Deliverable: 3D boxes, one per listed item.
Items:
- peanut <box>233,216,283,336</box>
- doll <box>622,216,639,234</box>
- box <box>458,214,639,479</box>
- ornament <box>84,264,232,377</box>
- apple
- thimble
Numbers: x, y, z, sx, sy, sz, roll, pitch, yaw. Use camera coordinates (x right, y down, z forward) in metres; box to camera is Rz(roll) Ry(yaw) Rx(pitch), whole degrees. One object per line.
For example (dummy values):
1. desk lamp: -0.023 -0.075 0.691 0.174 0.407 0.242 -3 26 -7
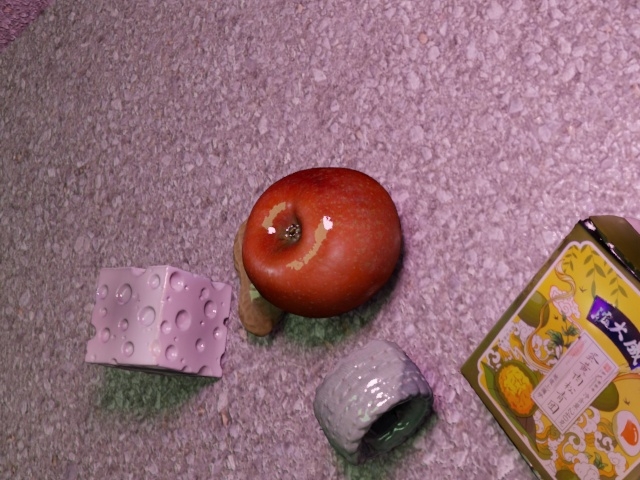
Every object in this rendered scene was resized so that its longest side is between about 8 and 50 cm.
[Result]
1. peanut: -0.146 0.082 2.101 0.136 0.120 0.298 -29 60 53
2. doll: 0.589 0.094 1.568 0.365 0.094 0.160 56 140 34
3. box: 0.482 0.228 1.517 0.373 0.138 0.420 55 129 33
4. ornament: -0.392 0.204 2.162 0.239 0.240 0.239 -3 74 35
5. apple: 0.000 0.000 1.917 0.349 0.277 0.348 -11 70 34
6. thimble: 0.099 0.329 1.796 0.250 0.205 0.172 -52 53 18
